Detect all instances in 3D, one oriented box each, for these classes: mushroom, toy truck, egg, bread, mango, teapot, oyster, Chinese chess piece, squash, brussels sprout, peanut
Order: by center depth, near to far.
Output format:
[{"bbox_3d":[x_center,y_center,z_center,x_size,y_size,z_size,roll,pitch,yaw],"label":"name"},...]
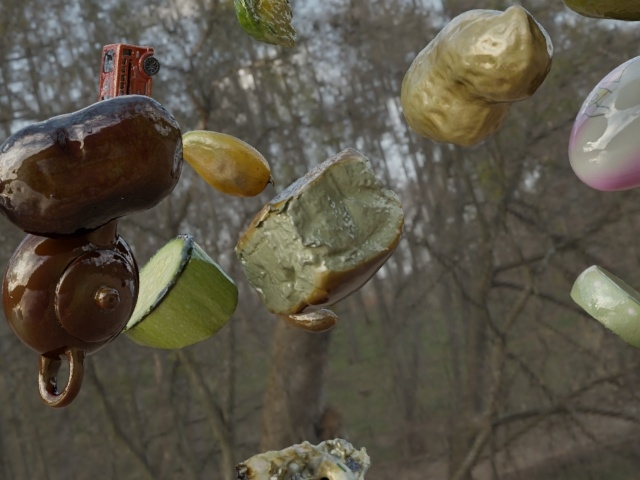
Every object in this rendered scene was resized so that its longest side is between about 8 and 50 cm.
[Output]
[{"bbox_3d":[-0.280,-0.085,1.341,0.227,0.148,0.217,-13,6,-11],"label":"mushroom"},{"bbox_3d":[-0.293,0.081,1.343,0.178,0.252,0.135,11,-1,-42],"label":"teapot"},{"bbox_3d":[0.413,0.095,1.537,0.058,0.144,0.144,-55,-20,11],"label":"Chinese chess piece"},{"bbox_3d":[0.242,-0.256,1.773,0.169,0.192,0.387,13,-17,-13],"label":"peanut"},{"bbox_3d":[0.515,-0.190,1.816,0.271,0.196,0.196,-30,-6,-11],"label":"egg"},{"bbox_3d":[-0.164,-0.133,1.923,0.101,0.187,0.066,-60,1,31],"label":"mango"},{"bbox_3d":[-0.267,0.103,1.982,0.220,0.220,0.133,-22,-54,36],"label":"squash"},{"bbox_3d":[0.000,0.000,2.010,0.250,0.225,0.279,-39,2,-32],"label":"bread"},{"bbox_3d":[-0.028,0.525,2.331,0.354,0.201,0.107,-10,-45,-33],"label":"oyster"},{"bbox_3d":[-0.126,-0.488,2.397,0.100,0.181,0.139,-13,32,32],"label":"brussels sprout"},{"bbox_3d":[-0.447,-0.319,2.551,0.114,0.252,0.107,6,-1,-40],"label":"toy truck"}]

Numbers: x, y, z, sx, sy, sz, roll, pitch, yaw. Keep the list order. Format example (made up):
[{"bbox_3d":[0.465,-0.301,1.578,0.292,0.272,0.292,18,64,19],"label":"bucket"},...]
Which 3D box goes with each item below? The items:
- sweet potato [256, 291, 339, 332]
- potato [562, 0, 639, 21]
[{"bbox_3d":[-0.091,0.121,2.667,0.092,0.341,0.114,-12,-44,-43],"label":"sweet potato"},{"bbox_3d":[0.477,-0.398,1.650,0.251,0.159,0.174,-4,42,26],"label":"potato"}]
